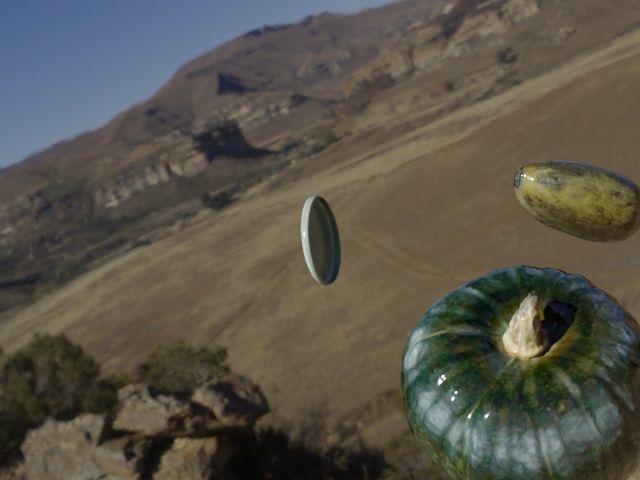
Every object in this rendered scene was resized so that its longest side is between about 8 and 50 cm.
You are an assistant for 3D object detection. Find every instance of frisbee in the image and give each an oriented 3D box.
[{"bbox_3d":[0.000,0.000,1.097,0.014,0.110,0.110,-7,14,20],"label":"frisbee"}]

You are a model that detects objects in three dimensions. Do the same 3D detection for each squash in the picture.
[{"bbox_3d":[0.173,0.120,0.768,0.218,0.218,0.172,-21,-24,12],"label":"squash"}]

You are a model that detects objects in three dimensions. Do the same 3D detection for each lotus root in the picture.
[{"bbox_3d":[0.303,-0.044,1.059,0.179,0.080,0.089,13,-22,-12],"label":"lotus root"}]
